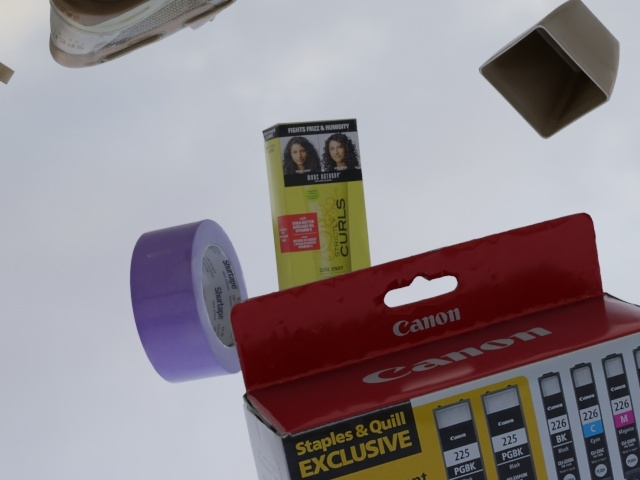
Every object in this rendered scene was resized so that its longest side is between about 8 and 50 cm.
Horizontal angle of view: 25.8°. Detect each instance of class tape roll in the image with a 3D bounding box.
[{"bbox_3d":[-0.153,0.073,1.675,0.080,0.189,0.189,-12,-161,16],"label":"tape roll"}]

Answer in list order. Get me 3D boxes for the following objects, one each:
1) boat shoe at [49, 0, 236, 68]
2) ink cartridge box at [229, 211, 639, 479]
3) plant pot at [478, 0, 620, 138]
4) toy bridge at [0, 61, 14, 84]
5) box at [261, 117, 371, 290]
[{"bbox_3d":[-0.142,-0.282,1.453,0.341,0.121,0.110,-29,159,-32],"label":"boat shoe"},{"bbox_3d":[0.112,0.147,1.026,0.309,0.272,0.130,-15,-169,-14],"label":"ink cartridge box"},{"bbox_3d":[0.256,-0.194,1.493,0.109,0.109,0.096,-33,-165,53],"label":"plant pot"},{"bbox_3d":[-0.351,-0.091,1.286,0.063,0.026,0.188,35,-85,38],"label":"toy bridge"},{"bbox_3d":[0.000,0.000,1.369,0.087,0.232,0.058,-4,180,-17],"label":"box"}]
